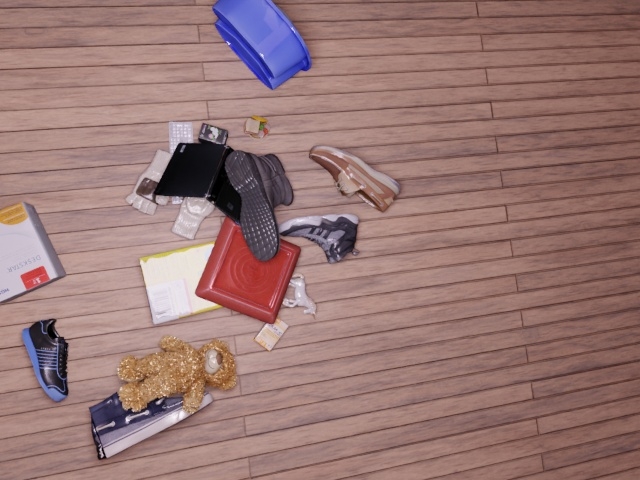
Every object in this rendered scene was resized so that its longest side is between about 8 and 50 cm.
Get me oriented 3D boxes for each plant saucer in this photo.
[{"bbox_3d":[-0.205,0.088,1.513,0.258,0.047,0.259,24,75,-16],"label":"plant saucer"}]

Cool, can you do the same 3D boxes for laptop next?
[{"bbox_3d":[-0.322,-0.164,1.530,0.264,0.136,0.235,41,42,-32],"label":"laptop"}]

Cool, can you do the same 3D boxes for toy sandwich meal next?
[{"bbox_3d":[-0.203,-0.365,1.631,0.085,0.029,0.086,1,86,-12],"label":"toy sandwich meal"}]

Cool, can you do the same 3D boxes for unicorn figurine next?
[{"bbox_3d":[-0.070,0.176,1.603,0.111,0.060,0.162,-3,87,-11],"label":"unicorn figurine"}]

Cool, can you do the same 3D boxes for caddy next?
[{"bbox_3d":[-0.170,-0.637,1.553,0.179,0.241,0.341,-44,95,-7],"label":"caddy"}]

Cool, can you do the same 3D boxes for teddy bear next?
[{"bbox_3d":[-0.409,0.374,1.457,0.337,0.245,0.113,4,128,-7],"label":"teddy bear"}]

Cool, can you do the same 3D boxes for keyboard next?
[{"bbox_3d":[-0.430,-0.243,1.583,0.072,0.014,0.256,-3,87,-12],"label":"keyboard"}]

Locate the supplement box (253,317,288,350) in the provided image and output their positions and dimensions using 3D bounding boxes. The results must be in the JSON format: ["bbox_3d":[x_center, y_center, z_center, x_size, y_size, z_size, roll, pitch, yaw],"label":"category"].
[{"bbox_3d":[-0.155,0.287,1.589,0.062,0.036,0.098,38,79,-7],"label":"supplement box"}]

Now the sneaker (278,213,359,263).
[{"bbox_3d":[0.000,0.000,1.608,0.268,0.101,0.153,-5,84,-15],"label":"sneaker"}]

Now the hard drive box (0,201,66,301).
[{"bbox_3d":[-0.863,0.035,1.434,0.181,0.089,0.232,-26,92,-12],"label":"hard drive box"}]

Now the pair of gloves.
[{"bbox_3d":[-0.440,-0.140,1.544,0.240,0.042,0.204,32,80,-8],"label":"pair of gloves"}]

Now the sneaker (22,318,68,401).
[{"bbox_3d":[-0.754,0.335,1.437,0.090,0.081,0.233,-25,90,-5],"label":"sneaker"}]

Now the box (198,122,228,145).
[{"bbox_3d":[-0.334,-0.324,1.584,0.083,0.062,0.052,17,83,-10],"label":"box"}]

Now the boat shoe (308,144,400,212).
[{"bbox_3d":[0.102,-0.198,1.639,0.324,0.123,0.117,28,83,-7],"label":"boat shoe"}]

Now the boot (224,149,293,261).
[{"bbox_3d":[-0.145,-0.112,1.523,0.118,0.222,0.339,-16,85,28],"label":"boot"}]

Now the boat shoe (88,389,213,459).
[{"bbox_3d":[-0.493,0.478,1.464,0.340,0.127,0.158,-23,77,-20],"label":"boat shoe"}]

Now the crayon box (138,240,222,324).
[{"bbox_3d":[-0.361,0.116,1.532,0.318,0.081,0.203,-12,88,-15],"label":"crayon box"}]

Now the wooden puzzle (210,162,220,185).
[{"bbox_3d":[-0.335,-0.211,1.602,0.078,0.014,0.116,-37,94,-16],"label":"wooden puzzle"}]
